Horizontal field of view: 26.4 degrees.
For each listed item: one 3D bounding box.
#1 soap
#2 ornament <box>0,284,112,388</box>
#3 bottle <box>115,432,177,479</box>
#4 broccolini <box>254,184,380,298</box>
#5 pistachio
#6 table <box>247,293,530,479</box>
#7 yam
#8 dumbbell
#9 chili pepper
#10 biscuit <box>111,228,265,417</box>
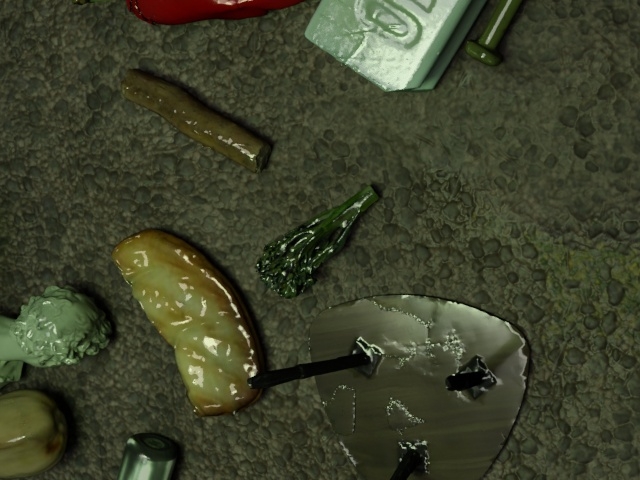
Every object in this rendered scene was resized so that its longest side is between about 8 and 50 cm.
[{"bbox_3d":[0.125,-0.338,1.712,0.173,0.095,0.289,36,109,14],"label":"soap"},{"bbox_3d":[-0.446,0.147,2.006,0.285,0.130,0.120,-18,77,24],"label":"ornament"},{"bbox_3d":[-0.278,0.404,2.000,0.096,0.079,0.253,36,115,55],"label":"bottle"},{"bbox_3d":[-0.009,-0.006,1.833,0.202,0.068,0.091,-49,59,20],"label":"broccolini"},{"bbox_3d":[-0.466,0.294,2.035,0.206,0.131,0.129,-18,82,28],"label":"pistachio"},{"bbox_3d":[0.085,0.240,1.725,0.317,0.249,0.317,3,98,23],"label":"table"},{"bbox_3d":[-0.173,-0.168,1.889,0.241,0.057,0.056,31,108,15],"label":"yam"},{"bbox_3d":[0.226,-0.276,1.705,0.052,0.046,0.118,34,109,21],"label":"dumbbell"},{"bbox_3d":[-0.146,-0.348,1.826,0.388,0.110,0.110,-3,96,18],"label":"chili pepper"},{"bbox_3d":[-0.177,0.107,1.931,0.154,0.045,0.299,-31,84,25],"label":"biscuit"}]
